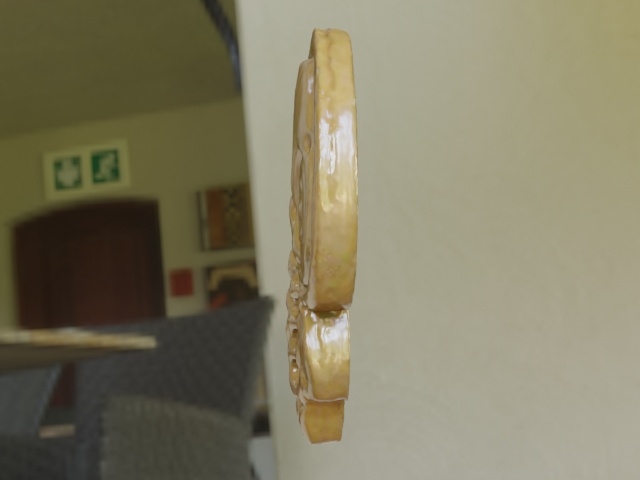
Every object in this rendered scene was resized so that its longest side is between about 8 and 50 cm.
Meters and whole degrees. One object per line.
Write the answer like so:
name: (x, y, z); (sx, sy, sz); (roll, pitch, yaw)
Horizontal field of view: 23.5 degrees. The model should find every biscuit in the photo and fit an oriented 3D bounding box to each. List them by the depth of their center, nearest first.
biscuit: (-0.001, 0.000, 1.038); (0.044, 0.289, 0.202); (2, 32, -4)
